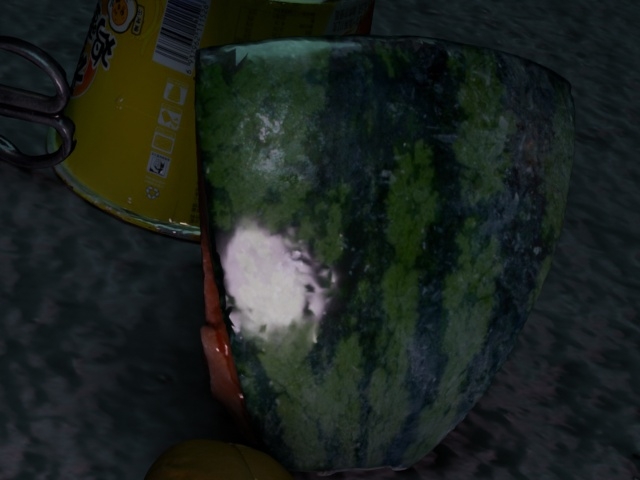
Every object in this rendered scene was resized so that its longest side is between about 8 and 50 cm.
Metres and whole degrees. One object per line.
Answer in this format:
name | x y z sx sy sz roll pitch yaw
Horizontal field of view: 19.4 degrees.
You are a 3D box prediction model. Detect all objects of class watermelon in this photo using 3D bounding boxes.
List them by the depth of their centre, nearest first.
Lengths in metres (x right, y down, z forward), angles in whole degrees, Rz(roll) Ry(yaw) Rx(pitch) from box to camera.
watermelon | 0.038 0.005 1.255 0.250 0.283 0.292 5 5 1

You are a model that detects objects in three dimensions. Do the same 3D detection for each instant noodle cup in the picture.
instant noodle cup | -0.077 -0.143 1.487 0.264 0.200 0.264 11 28 -6

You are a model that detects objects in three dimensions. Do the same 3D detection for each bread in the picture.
bread | -0.048 0.170 1.058 0.114 0.077 0.189 2 33 -17

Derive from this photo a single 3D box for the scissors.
scissors | -0.320 -0.128 1.474 0.300 0.109 0.022 15 36 25
